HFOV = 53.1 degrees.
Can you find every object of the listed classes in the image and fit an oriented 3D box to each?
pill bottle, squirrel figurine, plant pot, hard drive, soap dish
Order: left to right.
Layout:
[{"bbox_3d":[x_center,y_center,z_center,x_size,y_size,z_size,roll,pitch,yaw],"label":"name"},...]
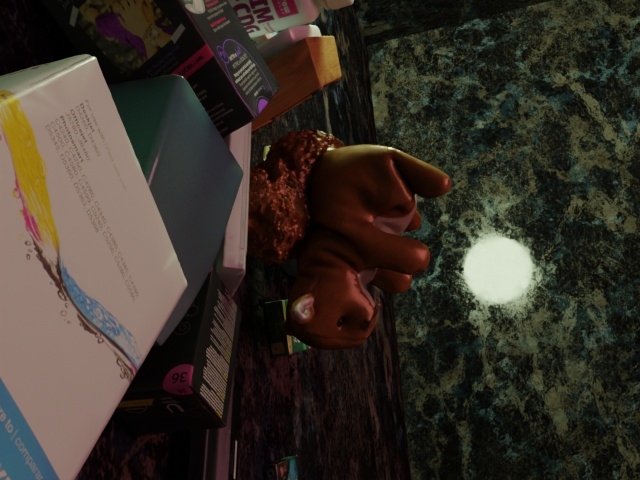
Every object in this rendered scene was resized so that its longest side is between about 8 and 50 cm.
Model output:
[{"bbox_3d":[-0.203,-0.018,0.657,0.165,0.165,0.234,62,29,-52],"label":"plant pot"},{"bbox_3d":[-0.145,-0.051,0.938,0.203,0.040,0.307,126,-32,-54],"label":"hard drive"},{"bbox_3d":[-0.093,-0.455,1.143,0.160,0.283,0.160,-10,90,-76],"label":"pill bottle"},{"bbox_3d":[-0.081,-0.290,1.176,0.118,0.229,0.291,59,18,-10],"label":"soap dish"},{"bbox_3d":[0.000,0.000,1.205,0.370,0.397,0.281,-62,-176,-14],"label":"squirrel figurine"}]

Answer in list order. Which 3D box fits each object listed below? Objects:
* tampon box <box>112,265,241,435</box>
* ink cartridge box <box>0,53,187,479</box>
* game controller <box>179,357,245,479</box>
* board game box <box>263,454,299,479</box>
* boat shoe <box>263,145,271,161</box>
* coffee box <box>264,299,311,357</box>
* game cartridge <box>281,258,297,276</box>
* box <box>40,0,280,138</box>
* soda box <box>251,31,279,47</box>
[{"bbox_3d":[-0.172,0.128,0.747,0.101,0.120,0.161,67,18,-45],"label":"tampon box"},{"bbox_3d":[-0.238,0.032,0.382,0.270,0.198,0.197,-74,150,-60],"label":"ink cartridge box"},{"bbox_3d":[-0.149,0.292,0.889,0.166,0.067,0.319,86,3,-57],"label":"game controller"},{"bbox_3d":[-0.061,0.488,1.145,0.126,0.026,0.186,36,45,-72],"label":"board game box"},{"bbox_3d":[-0.092,-0.141,1.398,0.064,0.060,0.178,62,23,-53],"label":"boat shoe"},{"bbox_3d":[-0.062,0.179,1.332,0.184,0.040,0.113,22,59,-74],"label":"coffee box"},{"bbox_3d":[-0.035,-0.014,1.452,0.297,0.062,0.198,42,49,-75],"label":"game cartridge"},{"bbox_3d":[-0.189,-0.249,0.775,0.270,0.143,0.165,58,21,-19],"label":"box"},{"bbox_3d":[-0.143,-0.465,1.428,0.183,0.058,0.063,22,59,-75],"label":"soda box"}]
